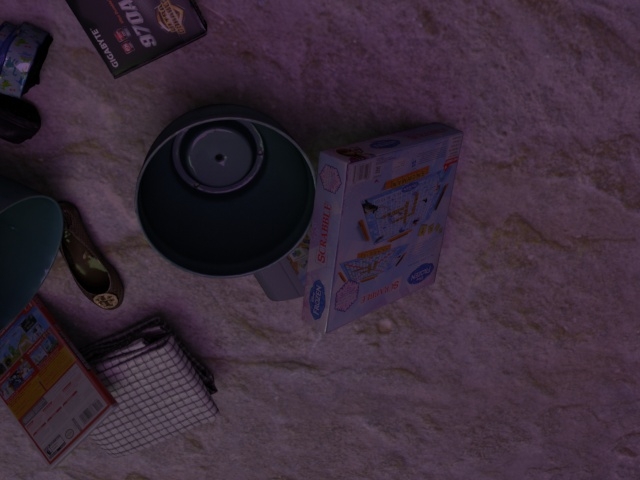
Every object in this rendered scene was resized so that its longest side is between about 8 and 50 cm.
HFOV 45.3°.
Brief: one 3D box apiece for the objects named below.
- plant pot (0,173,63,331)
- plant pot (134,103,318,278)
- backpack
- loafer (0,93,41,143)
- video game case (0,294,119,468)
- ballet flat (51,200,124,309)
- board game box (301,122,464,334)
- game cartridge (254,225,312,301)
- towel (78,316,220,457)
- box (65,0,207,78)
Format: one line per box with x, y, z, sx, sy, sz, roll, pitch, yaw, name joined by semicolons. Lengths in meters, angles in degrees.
-0.613;-0.003;1.263;0.235;0.293;0.293;30;116;8;plant pot
-0.165;-0.111;1.305;0.292;0.196;0.293;-6;123;-9;plant pot
-0.480;-0.282;1.204;0.084;0.114;0.105;19;117;-19;backpack
-0.560;-0.213;1.230;0.078;0.076;0.223;-39;142;23;loafer
-0.540;0.271;1.489;0.204;0.025;0.285;-43;80;18;video game case
-0.442;0.040;1.440;0.084;0.058;0.250;-16;122;2;ballet flat
0.112;-0.028;1.360;0.318;0.066;0.318;-19;125;-42;board game box
0.000;0.000;1.485;0.297;0.062;0.198;-25;117;7;game cartridge
-0.375;0.298;1.577;0.283;0.121;0.235;-25;120;9;towel
-0.303;-0.390;1.201;0.175;0.051;0.220;-23;122;6;box
